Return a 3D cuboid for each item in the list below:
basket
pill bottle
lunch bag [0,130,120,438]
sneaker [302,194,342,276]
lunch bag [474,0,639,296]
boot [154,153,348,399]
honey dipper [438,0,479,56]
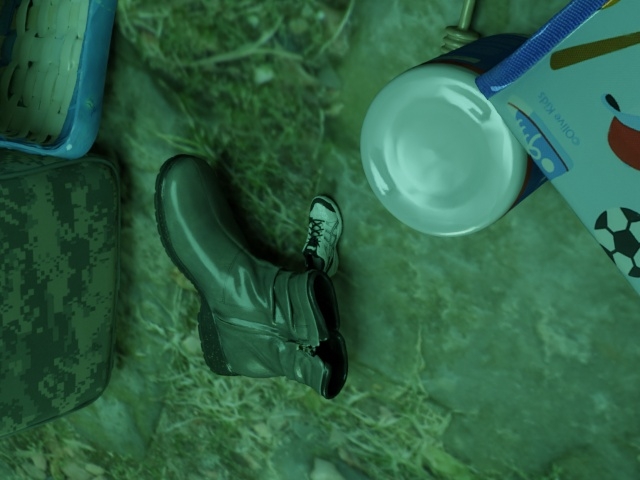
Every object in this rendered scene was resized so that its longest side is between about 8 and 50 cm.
[{"bbox_3d":[-0.277,-0.206,1.060,0.289,0.201,0.255,7,84,48],"label":"basket"},{"bbox_3d":[0.130,-0.091,0.880,0.124,0.221,0.124,11,113,26],"label":"pill bottle"},{"bbox_3d":[-0.365,0.032,1.223,0.256,0.212,0.305,22,117,40],"label":"lunch bag"},{"bbox_3d":[0.000,0.000,1.097,0.032,0.037,0.083,6,109,29],"label":"sneaker"},{"bbox_3d":[0.354,-0.103,0.682,0.328,0.239,0.385,52,128,6],"label":"lunch bag"},{"bbox_3d":[-0.055,0.030,1.101,0.161,0.083,0.246,2,117,40],"label":"boot"},{"bbox_3d":[0.129,-0.214,0.954,0.030,0.030,0.161,23,114,21],"label":"honey dipper"}]
